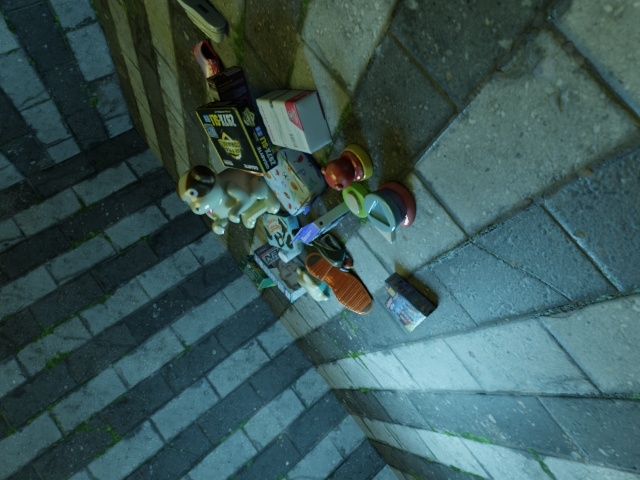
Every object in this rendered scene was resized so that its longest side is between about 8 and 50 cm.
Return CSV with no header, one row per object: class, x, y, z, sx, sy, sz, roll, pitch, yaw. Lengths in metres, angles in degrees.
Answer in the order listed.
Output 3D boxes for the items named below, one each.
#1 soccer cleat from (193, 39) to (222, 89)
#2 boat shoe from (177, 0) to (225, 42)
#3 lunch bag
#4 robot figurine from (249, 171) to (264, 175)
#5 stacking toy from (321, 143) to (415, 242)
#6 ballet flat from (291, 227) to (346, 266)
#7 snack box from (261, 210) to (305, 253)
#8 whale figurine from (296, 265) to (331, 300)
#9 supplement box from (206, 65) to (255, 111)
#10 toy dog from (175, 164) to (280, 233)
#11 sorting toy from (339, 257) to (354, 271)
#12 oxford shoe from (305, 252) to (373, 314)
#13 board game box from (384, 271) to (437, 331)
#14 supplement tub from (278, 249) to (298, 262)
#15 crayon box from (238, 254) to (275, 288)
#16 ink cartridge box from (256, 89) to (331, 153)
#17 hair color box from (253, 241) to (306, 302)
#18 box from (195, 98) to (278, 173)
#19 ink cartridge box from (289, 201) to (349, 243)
soccer cleat,-0.433,-0.687,1.703,0.095,0.083,0.248,0,120,58
boat shoe,-0.441,-0.817,1.504,0.258,0.095,0.084,51,154,11
lunch bag,-0.100,-0.230,1.641,0.243,0.115,0.303,52,157,1
robot figurine,-0.310,-0.365,1.848,0.158,0.128,0.219,16,-176,-37
stacking toy,0.132,-0.111,1.312,0.309,0.130,0.279,46,156,22
ballet flat,0.000,0.000,1.799,0.280,0.095,0.096,35,108,21
snack box,-0.196,-0.052,2.111,0.322,0.060,0.187,15,123,58
whale figurine,-0.019,0.187,1.993,0.216,0.141,0.272,46,171,13
supplement box,-0.344,-0.545,1.652,0.073,0.130,0.239,36,151,38
toy dog,-0.440,-0.232,1.910,0.285,0.408,0.395,-15,85,41
sorting toy,0.110,0.102,1.783,0.042,0.061,0.102,25,176,-22
oxford shoe,0.096,0.181,1.874,0.364,0.130,0.133,44,-170,7
board game box,0.308,0.220,1.527,0.194,0.060,0.194,49,158,17
supplement tub,-0.158,0.059,2.174,0.071,0.107,0.071,43,155,26
crayon box,-0.302,0.169,2.481,0.203,0.323,0.083,44,116,24
ink cartridge box,-0.091,-0.400,1.385,0.237,0.100,0.172,26,145,48
hair color box,-0.201,0.155,2.313,0.347,0.174,0.105,45,154,22
box,-0.321,-0.393,1.577,0.322,0.079,0.257,20,139,48
ink cartridge box,-0.003,-0.051,1.568,0.045,0.208,0.206,56,159,5
